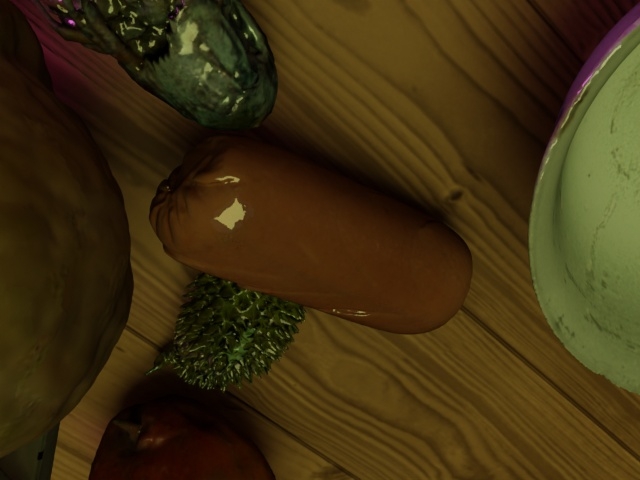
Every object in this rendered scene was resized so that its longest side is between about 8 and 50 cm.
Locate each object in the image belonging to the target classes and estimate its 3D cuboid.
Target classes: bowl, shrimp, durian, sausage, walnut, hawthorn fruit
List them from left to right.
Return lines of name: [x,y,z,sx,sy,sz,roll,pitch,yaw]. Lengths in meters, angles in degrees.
walnut: [-0.297,-0.006,0.608,0.381,0.381,0.381,-3,124,-5]
shrimp: [-0.142,-0.220,0.641,0.172,0.137,0.372,-24,135,29]
hawthorn fruit: [-0.146,0.257,0.936,0.211,0.210,0.262,-15,118,3]
durian: [-0.076,0.082,0.891,0.137,0.095,0.220,19,125,-18]
sausage: [-0.001,0.000,0.795,0.304,0.121,0.121,21,120,-37]
bowl: [0.358,-0.083,0.769,0.435,0.196,0.434,-3,124,-5]

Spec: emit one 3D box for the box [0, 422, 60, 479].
box: [-0.305,0.147,0.825,0.086,0.225,0.129,-22,124,8]
